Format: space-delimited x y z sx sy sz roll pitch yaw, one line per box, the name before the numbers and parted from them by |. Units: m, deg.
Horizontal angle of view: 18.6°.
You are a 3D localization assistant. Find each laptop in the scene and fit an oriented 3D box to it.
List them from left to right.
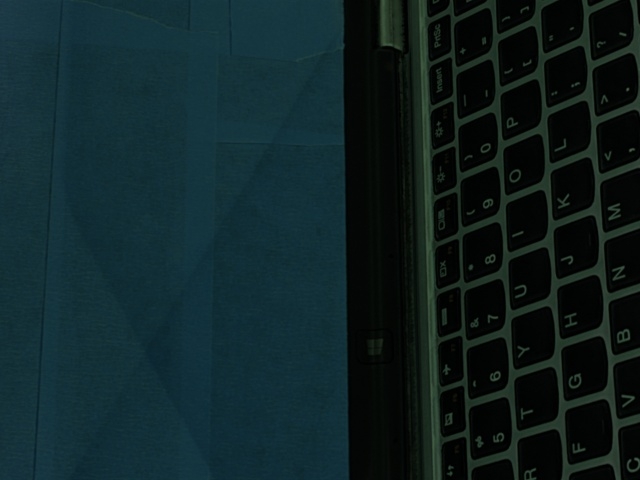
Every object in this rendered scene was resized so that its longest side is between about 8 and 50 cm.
laptop | 0.000 0.000 0.659 0.236 0.408 0.381 21 59 -41
